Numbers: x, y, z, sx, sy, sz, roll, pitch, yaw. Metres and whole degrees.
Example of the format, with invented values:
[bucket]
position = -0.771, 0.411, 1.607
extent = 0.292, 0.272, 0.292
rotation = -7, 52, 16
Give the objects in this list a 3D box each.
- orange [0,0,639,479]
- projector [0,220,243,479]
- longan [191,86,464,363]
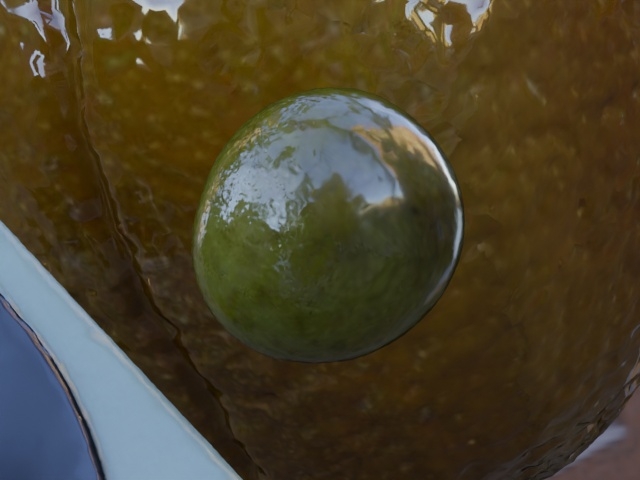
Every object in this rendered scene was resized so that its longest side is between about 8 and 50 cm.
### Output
[orange]
position = 0.001, -0.049, 0.710
extent = 0.322, 0.357, 0.322
rotation = -20, 28, 11
[projector]
position = -0.160, 0.096, 0.419
extent = 0.257, 0.259, 0.079
rotation = -37, -20, -23
[longan]
position = 0.000, 0.000, 0.469
extent = 0.075, 0.075, 0.083
rotation = -12, -28, -33
